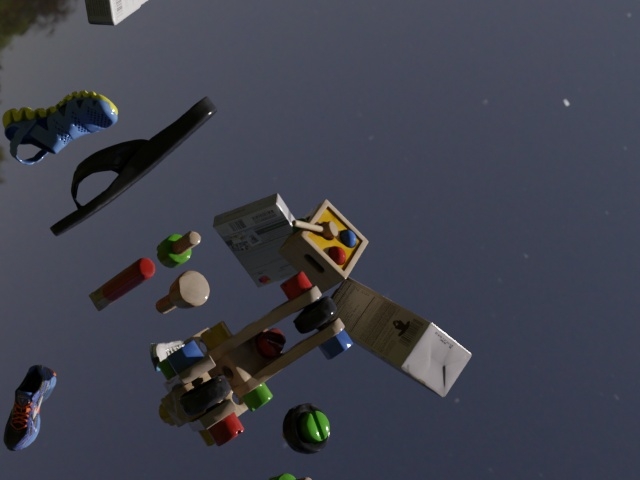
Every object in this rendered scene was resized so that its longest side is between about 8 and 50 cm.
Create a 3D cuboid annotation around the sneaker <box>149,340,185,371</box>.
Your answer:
[{"bbox_3d":[-0.379,0.285,2.244,0.083,0.071,0.190,-13,-179,6],"label":"sneaker"}]

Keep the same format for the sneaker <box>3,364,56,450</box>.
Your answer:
[{"bbox_3d":[-0.710,0.396,2.107,0.083,0.087,0.221,6,-120,7],"label":"sneaker"}]

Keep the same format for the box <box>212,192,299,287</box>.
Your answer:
[{"bbox_3d":[-0.106,0.003,1.758,0.145,0.186,0.038,-19,-143,19],"label":"box"}]

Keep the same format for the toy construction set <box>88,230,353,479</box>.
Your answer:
[{"bbox_3d":[-0.146,0.141,1.070,0.237,0.309,0.257,-28,-152,46],"label":"toy construction set"}]

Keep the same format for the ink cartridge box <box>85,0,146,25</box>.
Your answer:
[{"bbox_3d":[-0.388,-0.582,1.682,0.060,0.275,0.239,6,-148,12],"label":"ink cartridge box"}]

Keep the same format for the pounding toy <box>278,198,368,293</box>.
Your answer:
[{"bbox_3d":[0.000,0.000,1.515,0.100,0.141,0.130,-35,-165,43],"label":"pounding toy"}]

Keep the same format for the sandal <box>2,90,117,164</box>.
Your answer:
[{"bbox_3d":[-0.635,-0.265,2.131,0.317,0.126,0.138,-13,-125,19],"label":"sandal"}]

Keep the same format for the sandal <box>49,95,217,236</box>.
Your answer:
[{"bbox_3d":[-0.424,-0.179,1.912,0.446,0.107,0.167,-41,-172,-3],"label":"sandal"}]

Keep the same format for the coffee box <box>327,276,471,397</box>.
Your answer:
[{"bbox_3d":[0.131,0.171,1.592,0.098,0.141,0.246,-56,-142,-6],"label":"coffee box"}]
